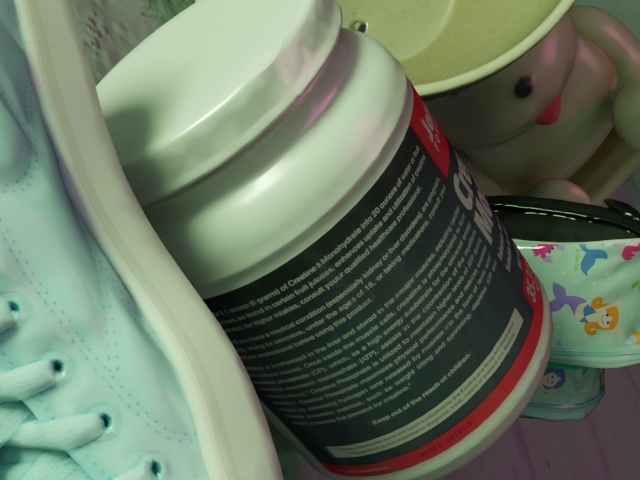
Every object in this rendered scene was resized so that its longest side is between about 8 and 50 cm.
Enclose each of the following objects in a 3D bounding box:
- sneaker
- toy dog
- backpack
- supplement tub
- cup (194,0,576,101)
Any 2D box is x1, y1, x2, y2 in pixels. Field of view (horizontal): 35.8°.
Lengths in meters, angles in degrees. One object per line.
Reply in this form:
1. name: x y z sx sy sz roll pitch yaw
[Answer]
1. sneaker: -0.141 0.023 0.369 0.150 0.135 0.366 -5 64 -57
2. toy dog: 0.225 -0.189 1.133 0.408 0.284 0.395 17 38 -60
3. backpack: 0.171 0.047 0.830 0.225 0.253 0.191 -8 95 -67
4. supplement tub: 0.000 0.000 0.584 0.272 0.191 0.191 52 27 -30
5. cup: 0.047 -0.254 0.826 0.237 0.331 0.331 87 -19 -85
